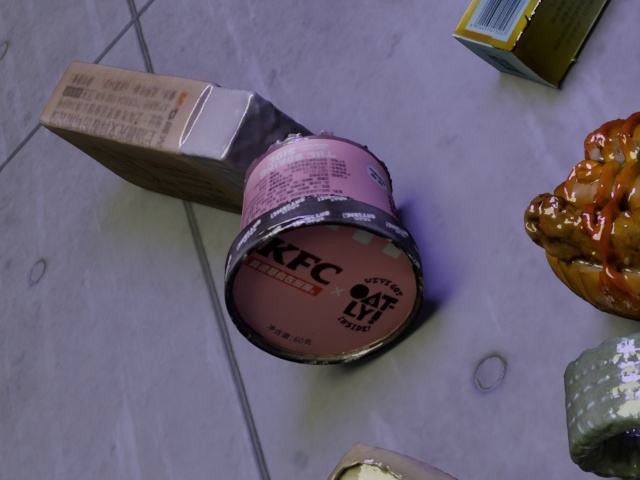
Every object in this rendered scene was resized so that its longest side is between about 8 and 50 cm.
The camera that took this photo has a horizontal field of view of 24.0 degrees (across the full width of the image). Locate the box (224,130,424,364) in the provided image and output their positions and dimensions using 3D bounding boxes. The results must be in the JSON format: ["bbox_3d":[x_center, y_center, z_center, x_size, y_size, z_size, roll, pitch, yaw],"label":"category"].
[{"bbox_3d":[0.000,0.000,1.175,0.151,0.151,0.135,-39,32,25],"label":"box"}]

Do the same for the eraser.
[{"bbox_3d":[-0.119,-0.091,1.379,0.343,0.144,0.078,15,76,52],"label":"eraser"}]

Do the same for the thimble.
[{"bbox_3d":[0.195,0.099,0.911,0.110,0.084,0.062,132,146,-53],"label":"thimble"}]

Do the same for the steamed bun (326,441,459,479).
[{"bbox_3d":[0.071,0.256,0.928,0.231,0.110,0.212,43,109,24],"label":"steamed bun"}]

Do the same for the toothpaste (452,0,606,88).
[{"bbox_3d":[0.218,-0.273,1.167,0.313,0.071,0.089,-60,34,-1],"label":"toothpaste"}]

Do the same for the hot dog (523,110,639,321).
[{"bbox_3d":[0.267,-0.020,0.878,0.349,0.117,0.158,10,62,53],"label":"hot dog"}]
